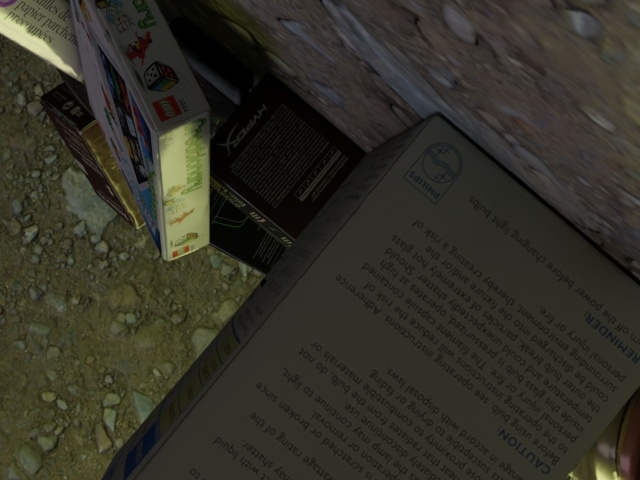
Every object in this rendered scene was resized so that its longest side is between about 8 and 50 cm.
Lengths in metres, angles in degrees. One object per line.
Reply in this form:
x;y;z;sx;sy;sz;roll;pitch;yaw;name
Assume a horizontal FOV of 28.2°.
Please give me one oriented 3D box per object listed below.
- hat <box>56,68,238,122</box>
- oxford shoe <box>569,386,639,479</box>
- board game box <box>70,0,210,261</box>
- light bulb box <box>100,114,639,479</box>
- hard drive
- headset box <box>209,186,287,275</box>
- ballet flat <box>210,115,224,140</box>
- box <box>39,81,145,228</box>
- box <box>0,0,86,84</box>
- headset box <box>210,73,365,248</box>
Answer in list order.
-0.230;-0.193;1.552;0.331;0.134;0.331;38;176;3;hat
0.218;0.152;1.031;0.130;0.123;0.348;19;171;15;oxford shoe
-0.159;-0.120;1.131;0.193;0.053;0.305;63;166;15;board game box
0.025;0.124;0.964;0.225;0.361;0.358;40;177;-3;light bulb box
-0.113;-0.184;1.312;0.094;0.022;0.135;39;177;-2;hard drive
-0.024;-0.007;1.524;0.283;0.131;0.246;30;178;-6;headset box
-0.082;-0.106;1.746;0.188;0.070;0.070;36;177;-6;ballet flat
-0.299;-0.165;1.997;0.168;0.167;0.203;35;157;49;box
-0.242;-0.204;1.242;0.067;0.063;0.324;51;-171;22;box
0.016;-0.023;1.278;0.293;0.110;0.218;40;177;-5;headset box
